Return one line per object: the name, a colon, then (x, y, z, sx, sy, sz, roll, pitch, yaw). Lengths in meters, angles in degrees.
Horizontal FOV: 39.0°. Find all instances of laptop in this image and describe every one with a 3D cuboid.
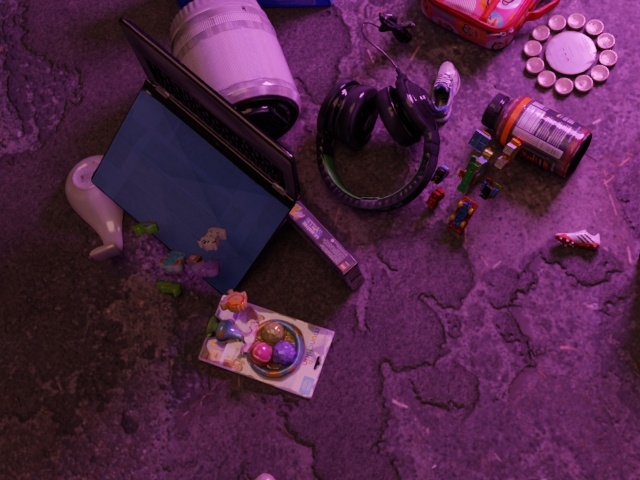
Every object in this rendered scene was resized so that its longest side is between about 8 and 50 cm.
laptop: (-0.253, -0.128, 1.639, 0.382, 0.408, 0.236, 39, 82, 8)

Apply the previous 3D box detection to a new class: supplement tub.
supplement tub: (0.409, -0.208, 1.730, 0.198, 0.106, 0.106, 33, 81, 20)

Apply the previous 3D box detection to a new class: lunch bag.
lunch bag: (0.370, -0.541, 1.850, 0.258, 0.120, 0.293, 32, 82, 15)

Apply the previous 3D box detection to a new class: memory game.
memory game: (0.501, -0.376, 1.818, 0.186, 0.012, 0.186, -4, 70, 10)

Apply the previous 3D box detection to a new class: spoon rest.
spoon rest: (-0.459, -0.067, 1.882, 0.137, 0.084, 0.276, -21, 56, 3)

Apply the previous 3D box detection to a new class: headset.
headset: (0.126, -0.252, 1.797, 0.243, 0.185, 0.394, 2, 88, 25)

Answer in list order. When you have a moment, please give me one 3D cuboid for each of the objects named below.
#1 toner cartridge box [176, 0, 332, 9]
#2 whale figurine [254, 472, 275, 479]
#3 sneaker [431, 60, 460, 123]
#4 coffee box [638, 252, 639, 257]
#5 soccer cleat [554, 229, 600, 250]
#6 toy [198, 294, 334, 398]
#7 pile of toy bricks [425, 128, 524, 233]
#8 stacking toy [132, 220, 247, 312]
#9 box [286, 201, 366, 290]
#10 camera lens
toner cartridge box: (-0.155, -0.573, 1.935, 0.348, 0.165, 0.075, 2, 72, 11)
whale figurine: (-0.080, 0.520, 1.586, 0.272, 0.141, 0.216, -9, 68, -18)
sneaker: (0.251, -0.305, 1.819, 0.052, 0.058, 0.135, 6, 72, 13)
coffee box: (0.693, -0.090, 1.599, 0.119, 0.168, 0.297, 29, 79, 19)
soccer cleat: (0.480, -0.005, 1.689, 0.083, 0.029, 0.035, 12, 66, 12)
toy: (-0.109, 0.197, 1.723, 0.237, 0.056, 0.136, 17, 77, 16)
pile of toy bricks: (0.296, -0.129, 1.726, 0.118, 0.105, 0.212, 37, 120, 14)
stacking toy: (-0.251, 0.049, 1.723, 0.221, 0.167, 0.052, 7, 39, 28)
box: (0.000, 0.000, 1.737, 0.036, 0.114, 0.207, -41, 69, -4)
camera lens: (-0.174, -0.332, 1.827, 0.219, 0.219, 0.274, -22, 69, 4)
